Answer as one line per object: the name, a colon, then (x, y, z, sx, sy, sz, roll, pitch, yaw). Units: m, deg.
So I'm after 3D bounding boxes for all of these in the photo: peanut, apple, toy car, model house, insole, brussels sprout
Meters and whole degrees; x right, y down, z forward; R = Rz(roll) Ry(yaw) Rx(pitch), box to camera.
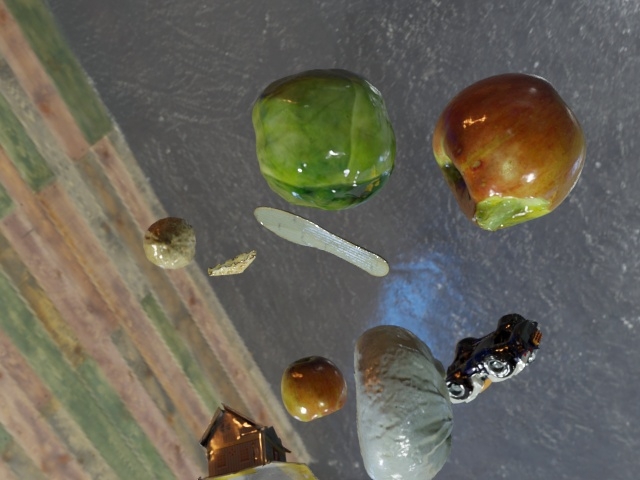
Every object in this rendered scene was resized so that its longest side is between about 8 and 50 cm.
peanut: (-0.401, 0.007, 1.914, 0.109, 0.159, 0.141, 0, 89, 35)
apple: (0.425, -0.202, 1.604, 0.339, 0.340, 0.340, 19, 135, 20)
toy car: (0.437, 0.304, 1.814, 0.118, 0.193, 0.301, 47, 131, -3)
model house: (-0.114, 0.382, 1.293, 0.207, 0.136, 0.219, -18, 145, 9)
insole: (0.000, 0.000, 1.663, 0.348, 0.009, 0.119, 24, 150, 7)
brussels sprout: (0.004, -0.147, 1.118, 0.271, 0.219, 0.210, 134, 123, -72)
apple: (-0.022, 0.427, 2.075, 0.195, 0.196, 0.196, 19, 135, 20)

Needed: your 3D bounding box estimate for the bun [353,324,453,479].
bun: (0.180, 0.361, 1.566, 0.211, 0.362, 0.362, -3, 128, 7)

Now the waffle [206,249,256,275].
waffle: (-0.226, 0.058, 1.817, 0.152, 0.097, 0.024, 139, 124, -61)
